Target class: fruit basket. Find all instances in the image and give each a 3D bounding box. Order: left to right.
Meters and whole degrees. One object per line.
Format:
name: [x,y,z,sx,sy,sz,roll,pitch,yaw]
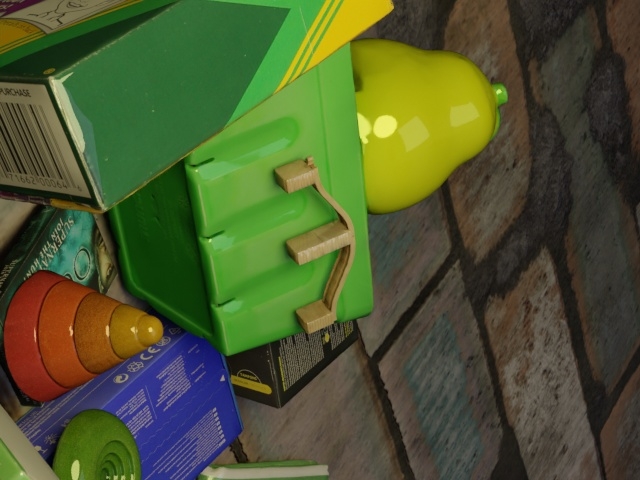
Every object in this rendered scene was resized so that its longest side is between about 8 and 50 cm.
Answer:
fruit basket: [-0.018,-0.107,1.445,0.392,0.283,0.392,-27,131,-36]

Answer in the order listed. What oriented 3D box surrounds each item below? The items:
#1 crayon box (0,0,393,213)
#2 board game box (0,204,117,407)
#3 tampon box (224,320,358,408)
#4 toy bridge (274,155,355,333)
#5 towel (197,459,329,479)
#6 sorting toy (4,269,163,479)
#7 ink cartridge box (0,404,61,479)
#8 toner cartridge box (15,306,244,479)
crayon box: [-0.182,-0.156,1.101,0.313,0.363,0.106,-40,124,-36]
board game box: [-0.253,0.047,1.369,0.186,0.026,0.126,-67,149,-45]
tampon box: [-0.052,0.095,1.640,0.161,0.120,0.101,-37,129,-44]
toy bridge: [0.000,0.000,1.355,0.063,0.026,0.188,-22,130,-19]
towel: [-0.103,0.424,1.761,0.248,0.038,0.324,10,95,-55]
sorting toy: [-0.169,0.195,1.343,0.127,0.126,0.365,-48,129,-58]
ink cartridge box: [-0.341,0.242,1.119,0.278,0.201,0.117,-45,139,-7]
toner cartridge box: [-0.223,0.223,1.471,0.348,0.075,0.165,-42,132,-41]
